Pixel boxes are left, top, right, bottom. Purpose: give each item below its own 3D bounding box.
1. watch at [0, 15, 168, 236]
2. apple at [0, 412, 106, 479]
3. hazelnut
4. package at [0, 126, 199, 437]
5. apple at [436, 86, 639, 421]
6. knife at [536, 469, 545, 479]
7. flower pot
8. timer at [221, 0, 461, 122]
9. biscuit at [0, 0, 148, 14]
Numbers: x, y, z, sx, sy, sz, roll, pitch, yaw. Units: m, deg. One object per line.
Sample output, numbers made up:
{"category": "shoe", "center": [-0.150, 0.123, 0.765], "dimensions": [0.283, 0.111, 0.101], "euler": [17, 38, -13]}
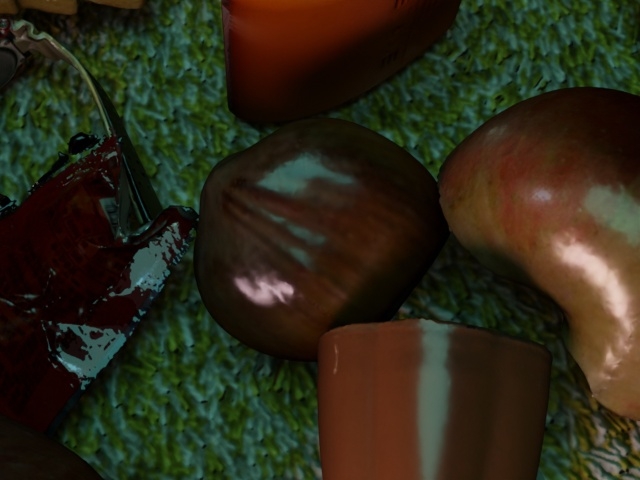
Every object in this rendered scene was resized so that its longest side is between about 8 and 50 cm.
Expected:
{"category": "watch", "center": [-0.271, -0.088, 0.969], "dimensions": [0.164, 0.102, 0.268], "euler": [-29, 78, -1]}
{"category": "apple", "center": [-0.266, 0.279, 0.728], "dimensions": [0.344, 0.269, 0.345], "euler": [-2, 83, 16]}
{"category": "hazelnut", "center": [-0.004, -0.006, 0.858], "dimensions": [0.210, 0.186, 0.210], "euler": [2, 99, 14]}
{"category": "package", "center": [-0.235, 0.036, 0.891], "dimensions": [0.269, 0.071, 0.194], "euler": [-44, 67, 0]}
{"category": "apple", "center": [0.256, -0.019, 0.805], "dimensions": [0.293, 0.163, 0.251], "euler": [50, 39, 10]}
{"category": "knife", "center": [0.039, 0.321, 0.802], "dimensions": [0.132, 0.038, 0.399], "euler": [31, 73, 19]}
{"category": "flower pot", "center": [0.077, 0.166, 0.761], "dimensions": [0.190, 0.191, 0.173], "euler": [5, 67, 5]}
{"category": "timer", "center": [0.012, -0.235, 0.920], "dimensions": [0.250, 0.257, 0.161], "euler": [-43, 79, -16]}
{"category": "biscuit", "center": [-0.286, -0.283, 1.021], "dimensions": [0.238, 0.041, 0.212], "euler": [-26, 56, -33]}
